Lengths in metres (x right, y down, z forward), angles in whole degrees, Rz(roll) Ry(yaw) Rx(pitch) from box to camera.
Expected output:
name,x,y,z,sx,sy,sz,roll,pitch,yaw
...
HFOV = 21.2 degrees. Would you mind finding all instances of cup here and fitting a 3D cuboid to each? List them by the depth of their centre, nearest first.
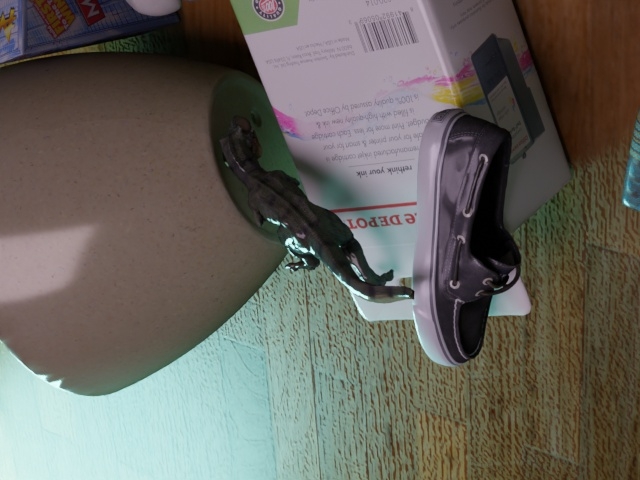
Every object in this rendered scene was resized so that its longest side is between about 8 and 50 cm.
name,x,y,z,sx,sy,sz,roll,pitch,yaw
cup,-0.153,-0.042,1.599,0.237,0.331,0.331,-18,106,28

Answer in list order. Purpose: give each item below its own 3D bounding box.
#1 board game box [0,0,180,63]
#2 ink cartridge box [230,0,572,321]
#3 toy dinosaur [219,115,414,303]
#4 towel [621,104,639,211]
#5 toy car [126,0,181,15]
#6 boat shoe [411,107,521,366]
name,x,y,z,sx,sy,sz,roll,pitch,yaw
board game box,-0.251,-0.250,1.600,0.060,0.194,0.194,-12,110,44
ink cartridge box,0.077,-0.112,1.471,0.207,0.119,0.353,-4,114,42
toy dinosaur,0.000,0.000,1.455,0.268,0.064,0.118,43,172,34
towel,0.373,-0.130,1.273,0.271,0.040,0.370,27,134,26
toy car,-0.138,-0.288,1.536,0.182,0.159,0.136,49,172,2
boat shoe,0.125,0.006,1.374,0.076,0.080,0.229,16,119,31
